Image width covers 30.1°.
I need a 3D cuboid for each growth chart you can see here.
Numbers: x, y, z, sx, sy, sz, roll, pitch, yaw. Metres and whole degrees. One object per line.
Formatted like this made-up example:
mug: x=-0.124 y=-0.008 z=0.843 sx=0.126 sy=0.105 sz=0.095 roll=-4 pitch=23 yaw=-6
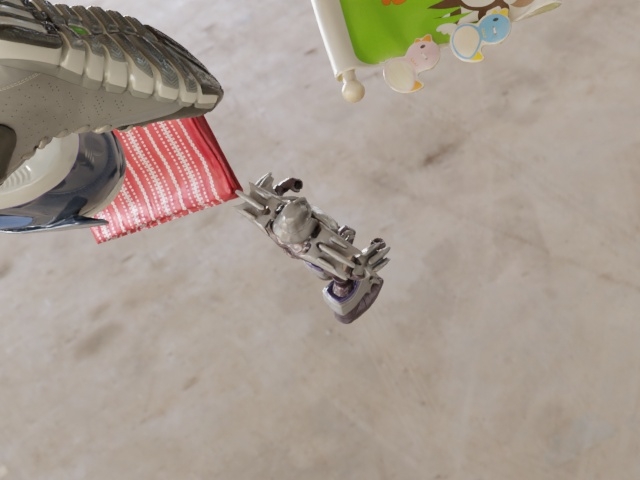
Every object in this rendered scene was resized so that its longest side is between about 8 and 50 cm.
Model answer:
growth chart: x=0.100 y=-0.200 z=0.857 sx=0.237 sy=0.021 sz=0.172 roll=-27 pitch=56 yaw=2

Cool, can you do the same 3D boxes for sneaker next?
sneaker: x=-0.339 y=-0.049 z=1.090 sx=0.322 sy=0.130 sz=0.236 roll=-10 pitch=-7 yaw=6
sneaker: x=-0.180 y=-0.092 z=0.823 sx=0.132 sy=0.228 sz=0.086 roll=-54 pitch=55 yaw=21

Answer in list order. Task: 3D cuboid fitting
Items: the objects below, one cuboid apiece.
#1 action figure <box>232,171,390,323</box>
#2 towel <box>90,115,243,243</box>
action figure: x=0.000 y=0.000 z=1.386 sx=0.099 sy=0.285 sz=0.185 roll=-45 pitch=68 yaw=-3
towel: x=-0.237 y=-0.108 z=1.498 sx=0.275 sy=0.199 sz=0.031 roll=-17 pitch=16 yaw=38
